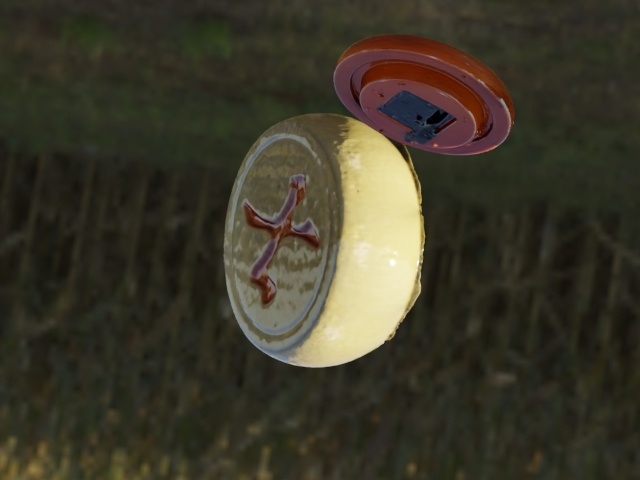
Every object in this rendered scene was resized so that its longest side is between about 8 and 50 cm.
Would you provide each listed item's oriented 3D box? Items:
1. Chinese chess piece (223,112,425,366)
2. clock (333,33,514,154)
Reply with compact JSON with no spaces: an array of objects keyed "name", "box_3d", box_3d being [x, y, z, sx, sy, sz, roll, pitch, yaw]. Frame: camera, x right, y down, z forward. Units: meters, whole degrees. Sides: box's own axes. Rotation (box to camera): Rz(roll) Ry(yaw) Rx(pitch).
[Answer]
[{"name":"Chinese chess piece","box_3d":[0.000,0.000,2.630,0.140,0.338,0.338,6,177,-31]},{"name":"clock","box_3d":[0.112,-0.155,2.164,0.205,0.051,0.205,16,154,8]}]
